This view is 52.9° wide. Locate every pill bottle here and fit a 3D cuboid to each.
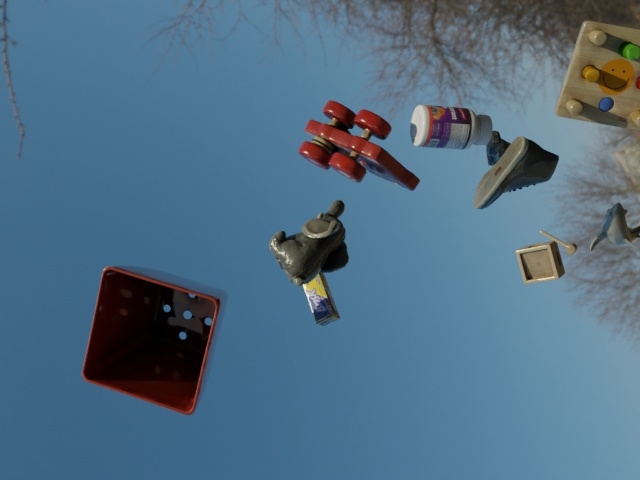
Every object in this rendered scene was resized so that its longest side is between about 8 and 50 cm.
[{"bbox_3d":[0.340,-0.292,1.669,0.193,0.108,0.108,2,-128,-12],"label":"pill bottle"}]

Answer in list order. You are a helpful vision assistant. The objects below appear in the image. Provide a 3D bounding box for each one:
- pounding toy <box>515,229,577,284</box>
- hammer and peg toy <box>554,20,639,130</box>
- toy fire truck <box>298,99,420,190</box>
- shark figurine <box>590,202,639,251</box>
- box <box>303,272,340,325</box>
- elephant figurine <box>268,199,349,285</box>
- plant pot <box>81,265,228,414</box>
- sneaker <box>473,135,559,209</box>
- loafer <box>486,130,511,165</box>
[{"bbox_3d":[0.813,0.043,2.280,0.094,0.206,0.181,-19,-86,-52],"label":"pounding toy"},{"bbox_3d":[0.833,-0.418,1.707,0.361,0.266,0.127,11,-154,-1],"label":"hammer and peg toy"},{"bbox_3d":[0.103,-0.238,1.763,0.302,0.169,0.254,28,177,43],"label":"toy fire truck"},{"bbox_3d":[0.861,-0.013,1.770,0.278,0.166,0.116,0,-148,-40],"label":"shark figurine"},{"bbox_3d":[-0.005,0.149,1.786,0.054,0.059,0.169,34,-147,-63],"label":"box"},{"bbox_3d":[0.000,0.000,1.635,0.186,0.239,0.169,57,171,15],"label":"elephant figurine"},{"bbox_3d":[-0.346,0.199,1.483,0.267,0.267,0.236,16,-170,8],"label":"plant pot"},{"bbox_3d":[0.476,-0.142,1.574,0.118,0.222,0.083,22,-138,-14],"label":"sneaker"},{"bbox_3d":[0.559,-0.292,2.014,0.223,0.078,0.076,36,-134,-71],"label":"loafer"}]
